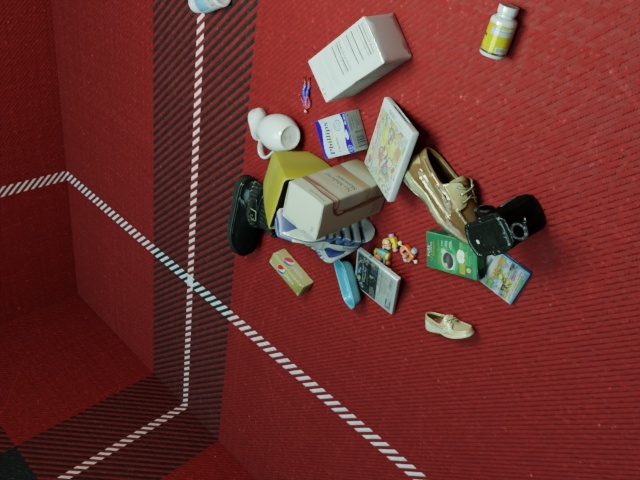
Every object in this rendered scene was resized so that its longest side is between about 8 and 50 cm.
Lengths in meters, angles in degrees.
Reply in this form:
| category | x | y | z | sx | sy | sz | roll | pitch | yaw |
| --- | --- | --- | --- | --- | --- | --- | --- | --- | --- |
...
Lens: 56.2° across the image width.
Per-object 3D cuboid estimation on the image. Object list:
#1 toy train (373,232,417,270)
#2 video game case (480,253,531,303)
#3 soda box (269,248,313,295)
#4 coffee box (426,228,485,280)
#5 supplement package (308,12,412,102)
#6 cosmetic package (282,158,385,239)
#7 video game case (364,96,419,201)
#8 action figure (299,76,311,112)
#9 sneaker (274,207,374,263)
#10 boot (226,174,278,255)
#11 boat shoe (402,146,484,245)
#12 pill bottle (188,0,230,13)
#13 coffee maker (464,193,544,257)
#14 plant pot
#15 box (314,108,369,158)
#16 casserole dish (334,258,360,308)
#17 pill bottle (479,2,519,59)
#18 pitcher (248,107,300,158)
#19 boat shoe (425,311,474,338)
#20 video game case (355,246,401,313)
| category | x | y | z | sx | sy | sz | roll | pitch | yaw |
| --- | --- | --- | --- | --- | --- | --- | --- | --- | --- |
| toy train | 0.226 | 0.051 | 1.887 | 0.125 | 0.046 | 0.166 | 56 | 138 | 11 |
| video game case | 0.485 | 0.083 | 1.654 | 0.166 | 0.015 | 0.119 | 41 | 133 | 26 |
| soda box | -0.110 | 0.119 | 2.259 | 0.181 | 0.061 | 0.058 | 48 | 135 | 19 |
| coffee box | 0.382 | 0.037 | 1.704 | 0.184 | 0.040 | 0.113 | 15 | 116 | 49 |
| supplement package | 0.108 | -0.508 | 1.675 | 0.244 | 0.139 | 0.134 | -23 | 92 | 48 |
| cosmetic package | 0.050 | -0.130 | 1.794 | 0.153 | 0.296 | 0.129 | 37 | 133 | 28 |
| video game case | 0.197 | -0.261 | 1.715 | 0.206 | 0.026 | 0.227 | -114 | 30 | -46 |
| action figure | -0.049 | -0.470 | 1.943 | 0.038 | 0.030 | 0.115 | 19 | 123 | 34 |
| sneaker | 0.001 | 0.000 | 1.947 | 0.182 | 0.315 | 0.128 | 117 | 155 | -54 |
| boot | -0.221 | -0.055 | 2.241 | 0.260 | 0.131 | 0.348 | 29 | 127 | 34 |
| boat shoe | 0.355 | -0.121 | 1.617 | 0.324 | 0.122 | 0.120 | 48 | 133 | 18 |
| pill bottle | -0.387 | -0.838 | 2.076 | 0.160 | 0.087 | 0.087 | 5 | 112 | 45 |
| coffee maker | 0.477 | -0.035 | 1.482 | 0.171 | 0.178 | 0.120 | 12 | 119 | 45 |
| plant pot | -0.080 | -0.183 | 1.982 | 0.187 | 0.212 | 0.212 | 63 | 144 | 37 |
| box | 0.066 | -0.327 | 1.856 | 0.137 | 0.072 | 0.126 | -6 | 103 | 48 |
| casserole dish | 0.094 | 0.142 | 2.051 | 0.114 | 0.036 | 0.189 | -162 | 54 | -70 |
| pill bottle | 0.423 | -0.492 | 1.408 | 0.065 | 0.065 | 0.116 | 37 | 131 | 29 |
| pitcher | -0.159 | -0.349 | 2.049 | 0.207 | 0.125 | 0.178 | 29 | 131 | 46 |
| boat shoe | 0.383 | 0.251 | 1.805 | 0.170 | 0.063 | 0.059 | 4 | 117 | 46 |
| video game case | 0.183 | 0.132 | 1.951 | 0.173 | 0.022 | 0.190 | 38 | 150 | 27 |
